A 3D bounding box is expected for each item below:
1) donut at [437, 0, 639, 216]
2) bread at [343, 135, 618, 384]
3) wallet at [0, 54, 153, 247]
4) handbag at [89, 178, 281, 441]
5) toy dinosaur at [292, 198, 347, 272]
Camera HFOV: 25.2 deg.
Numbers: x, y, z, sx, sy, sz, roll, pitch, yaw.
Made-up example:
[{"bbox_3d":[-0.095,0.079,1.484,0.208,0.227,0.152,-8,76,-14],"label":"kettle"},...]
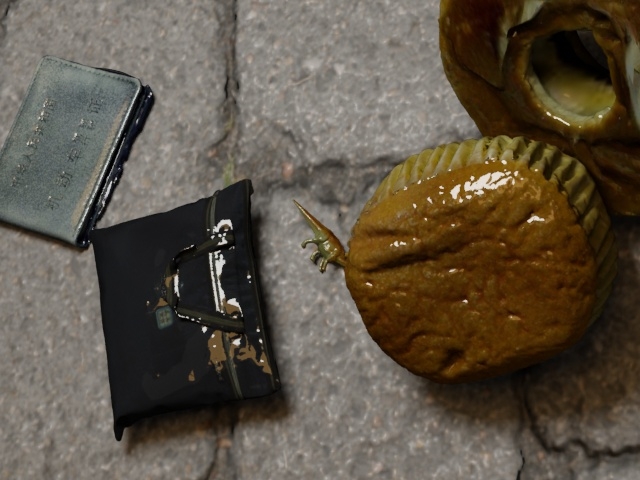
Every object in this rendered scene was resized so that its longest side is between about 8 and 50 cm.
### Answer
[{"bbox_3d":[0.278,-0.187,1.405,0.330,0.330,0.160,33,56,28],"label":"donut"},{"bbox_3d":[0.155,0.016,1.401,0.253,0.142,0.227,-13,104,22],"label":"bread"},{"bbox_3d":[-0.310,-0.112,1.724,0.167,0.036,0.222,17,78,25],"label":"wallet"},{"bbox_3d":[-0.150,0.072,1.565,0.211,0.089,0.254,-19,66,19],"label":"handbag"},{"bbox_3d":[-0.002,0.003,1.567,0.041,0.026,0.113,-44,71,-7],"label":"toy dinosaur"}]
